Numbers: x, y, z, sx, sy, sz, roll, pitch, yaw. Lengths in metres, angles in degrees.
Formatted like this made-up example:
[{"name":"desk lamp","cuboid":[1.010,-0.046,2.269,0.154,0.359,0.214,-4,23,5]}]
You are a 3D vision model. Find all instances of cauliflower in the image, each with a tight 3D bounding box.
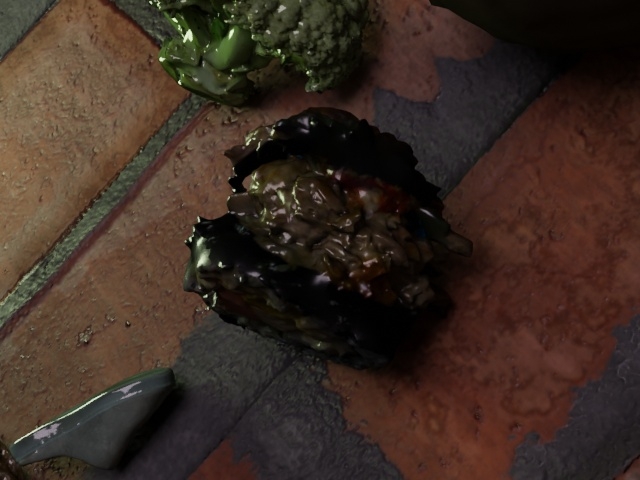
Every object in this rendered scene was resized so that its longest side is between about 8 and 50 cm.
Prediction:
[{"name":"cauliflower","cuboid":[-0.102,-0.257,1.470,0.250,0.272,0.275,-65,31,28]}]

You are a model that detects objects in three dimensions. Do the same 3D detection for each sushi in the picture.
[{"name":"sushi","cuboid":[0.002,-0.005,1.274,0.225,0.238,0.218,12,79,46]}]

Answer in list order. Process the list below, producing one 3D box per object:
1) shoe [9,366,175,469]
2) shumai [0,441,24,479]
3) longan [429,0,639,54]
[{"name":"shoe","cuboid":[-0.227,0.200,1.410,0.195,0.079,0.078,-25,91,9]},{"name":"shumai","cuboid":[-0.415,0.275,1.407,0.166,0.175,0.206,-32,51,14]},{"name":"longan","cuboid":[0.220,-0.375,1.185,0.404,0.436,0.404,-5,42,4]}]
